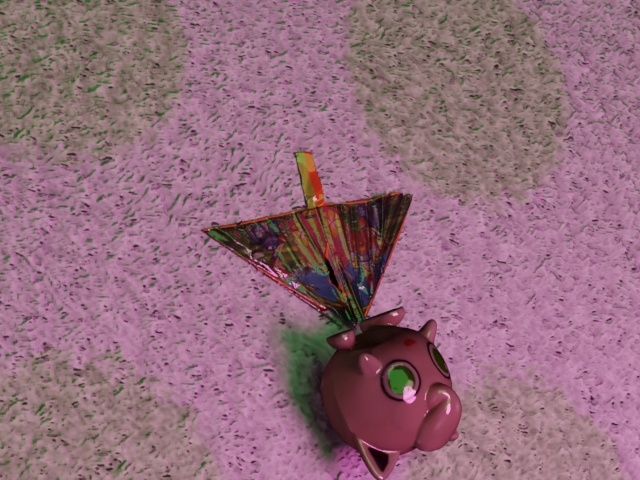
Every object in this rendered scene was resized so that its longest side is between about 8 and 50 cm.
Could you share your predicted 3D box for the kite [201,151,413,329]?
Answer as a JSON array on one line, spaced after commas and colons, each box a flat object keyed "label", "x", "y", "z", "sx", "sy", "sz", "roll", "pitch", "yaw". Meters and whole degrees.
[{"label": "kite", "x": 0.000, "y": 0.000, "z": 1.792, "sx": 0.241, "sy": 0.014, "sz": 0.183, "roll": -6, "pitch": 73, "yaw": -31}]

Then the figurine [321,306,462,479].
[{"label": "figurine", "x": 0.063, "y": 0.134, "z": 1.707, "sx": 0.125, "sy": 0.125, "sz": 0.138, "roll": -21, "pitch": 83, "yaw": -35}]
